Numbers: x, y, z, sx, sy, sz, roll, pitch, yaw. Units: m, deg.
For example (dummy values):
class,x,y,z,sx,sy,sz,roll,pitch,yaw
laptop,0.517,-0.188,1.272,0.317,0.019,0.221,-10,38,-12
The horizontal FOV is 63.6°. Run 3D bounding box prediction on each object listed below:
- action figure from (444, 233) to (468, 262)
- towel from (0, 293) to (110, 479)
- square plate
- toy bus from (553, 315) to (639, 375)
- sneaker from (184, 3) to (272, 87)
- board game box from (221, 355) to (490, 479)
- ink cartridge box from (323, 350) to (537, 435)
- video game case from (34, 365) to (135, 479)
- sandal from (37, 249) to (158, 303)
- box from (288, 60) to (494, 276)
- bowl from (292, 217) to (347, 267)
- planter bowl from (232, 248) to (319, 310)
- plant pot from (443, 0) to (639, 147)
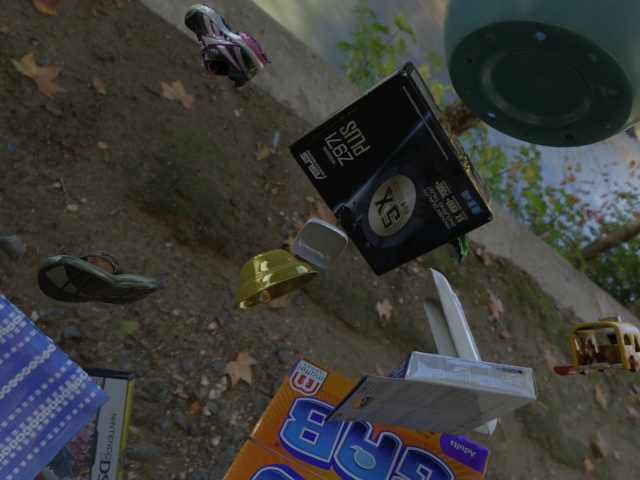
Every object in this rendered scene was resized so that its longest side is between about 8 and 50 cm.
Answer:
class,x,y,z,sx,sy,sz,roll,pitch,yaw
action figure,0.233,-0.031,0.907,0.232,0.063,0.137,63,30,-52
towel,-0.356,0.093,0.363,0.336,0.040,0.243,48,57,-12
square plate,0.312,0.257,1.177,0.347,0.049,0.344,66,8,-70
toy bus,0.555,0.197,0.980,0.190,0.202,0.105,-4,76,0
sneaker,-0.165,-0.307,0.819,0.178,0.077,0.072,40,-2,27
board game box,0.024,0.499,0.885,0.356,0.356,0.356,23,46,15
ink cartridge box,0.136,0.213,0.711,0.223,0.223,0.045,10,57,-9
video game case,-0.457,0.326,0.844,0.274,0.035,0.249,7,91,-2
sandal,-0.444,0.070,1.036,0.303,0.120,0.086,40,32,-72
box,0.080,-0.075,0.567,0.180,0.147,0.077,55,27,-13
bowl,0.000,0.000,1.535,0.141,0.142,0.053,27,36,-10
planter bowl,-0.118,0.080,1.203,0.217,0.217,0.091,-11,73,-47
plant pot,0.266,-0.243,0.539,0.293,0.293,0.235,37,76,-27
